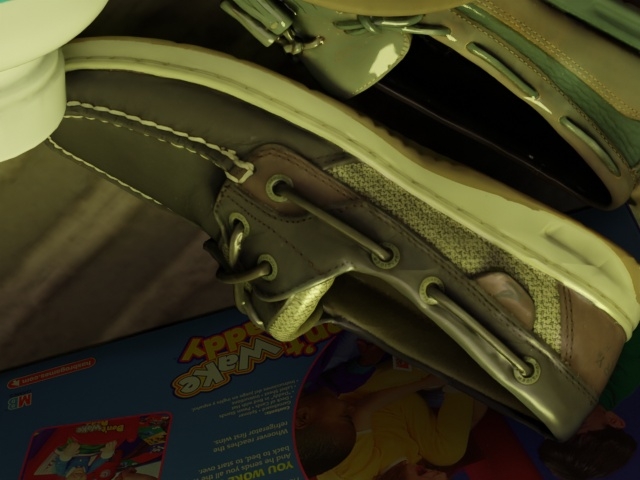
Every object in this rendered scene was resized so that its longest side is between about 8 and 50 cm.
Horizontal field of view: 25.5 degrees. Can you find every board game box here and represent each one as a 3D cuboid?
[{"bbox_3d":[0.016,0.120,0.673,0.347,0.233,0.078,-15,127,3],"label":"board game box"}]

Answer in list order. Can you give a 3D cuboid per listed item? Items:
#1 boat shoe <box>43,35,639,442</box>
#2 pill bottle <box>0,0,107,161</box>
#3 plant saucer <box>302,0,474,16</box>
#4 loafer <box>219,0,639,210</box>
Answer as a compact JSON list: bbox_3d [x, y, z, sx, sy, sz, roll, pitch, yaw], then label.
[{"bbox_3d":[0.000,0.000,0.613,0.285,0.092,0.103,23,160,0],"label":"boat shoe"},{"bbox_3d":[-0.145,-0.158,0.496,0.146,0.146,0.264,-3,127,-6],"label":"pill bottle"},{"bbox_3d":[0.029,-0.215,0.473,0.277,0.041,0.278,-14,115,-33],"label":"plant saucer"},{"bbox_3d":[0.040,-0.086,0.596,0.267,0.096,0.084,17,83,-22],"label":"loafer"}]
